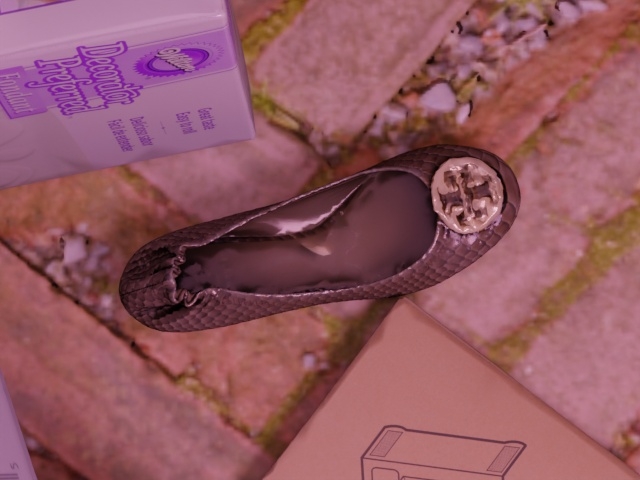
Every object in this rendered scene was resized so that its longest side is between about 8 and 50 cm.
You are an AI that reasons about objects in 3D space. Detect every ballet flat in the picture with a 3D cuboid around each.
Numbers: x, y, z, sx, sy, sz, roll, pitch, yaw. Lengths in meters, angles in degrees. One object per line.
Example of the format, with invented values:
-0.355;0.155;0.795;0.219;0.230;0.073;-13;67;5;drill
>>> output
0.000;0.000;1.158;0.250;0.058;0.084;-14;81;-1;ballet flat

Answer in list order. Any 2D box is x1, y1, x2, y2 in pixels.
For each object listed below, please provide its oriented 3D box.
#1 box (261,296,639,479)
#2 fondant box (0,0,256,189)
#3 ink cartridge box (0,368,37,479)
0.079;0.158;1.149;0.201;0.021;0.164;37;83;6;box
-0.211;-0.098;1.088;0.330;0.238;0.096;-12;78;-1;fondant box
-0.289;0.142;1.047;0.307;0.072;0.303;-30;72;26;ink cartridge box
